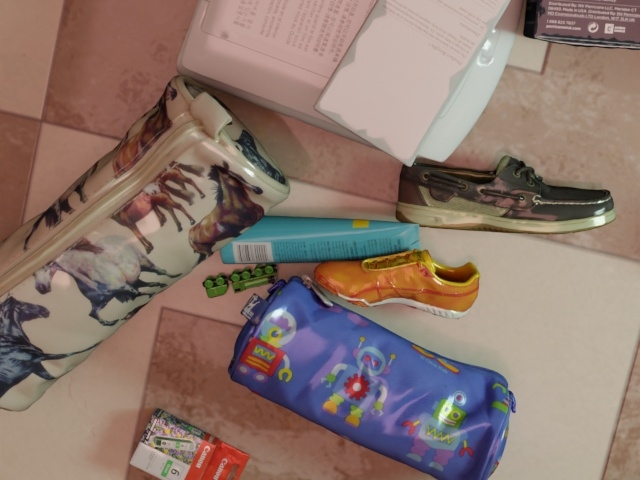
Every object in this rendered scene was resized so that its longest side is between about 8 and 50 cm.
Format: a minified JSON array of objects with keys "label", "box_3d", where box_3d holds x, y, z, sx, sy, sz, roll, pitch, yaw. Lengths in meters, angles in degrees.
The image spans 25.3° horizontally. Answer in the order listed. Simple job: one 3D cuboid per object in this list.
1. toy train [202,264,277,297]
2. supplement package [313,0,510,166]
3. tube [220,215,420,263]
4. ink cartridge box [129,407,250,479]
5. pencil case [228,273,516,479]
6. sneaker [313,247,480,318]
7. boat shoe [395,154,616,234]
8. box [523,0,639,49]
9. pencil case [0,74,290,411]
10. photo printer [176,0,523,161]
[{"label":"toy train","box_3d":[-0.084,0.043,1.514,0.083,0.017,0.024,-13,107,6]},{"label":"supplement package","box_3d":[0.084,-0.174,1.313,0.105,0.105,0.179,32,100,-2]},{"label":"tube","box_3d":[0.000,0.000,1.477,0.207,0.080,0.052,1,72,7]},{"label":"ink cartridge box","box_3d":[-0.141,0.236,1.542,0.115,0.029,0.063,26,100,1]},{"label":"pencil case","box_3d":[0.055,0.143,1.467,0.306,0.119,0.133,26,98,0]},{"label":"sneaker","box_3d":[0.079,0.034,1.466,0.175,0.064,0.067,5,118,-15]},{"label":"boat shoe","box_3d":[0.187,-0.049,1.447,0.223,0.080,0.073,1,104,9]},{"label":"box","box_3d":[0.261,-0.291,1.366,0.108,0.153,0.207,6,100,3]},{"label":"pencil case","box_3d":[-0.220,0.005,1.420,0.410,0.183,0.160,-38,79,14]},{"label":"photo printer","box_3d":[0.040,-0.232,1.415,0.307,0.107,0.256,20,100,1]}]
